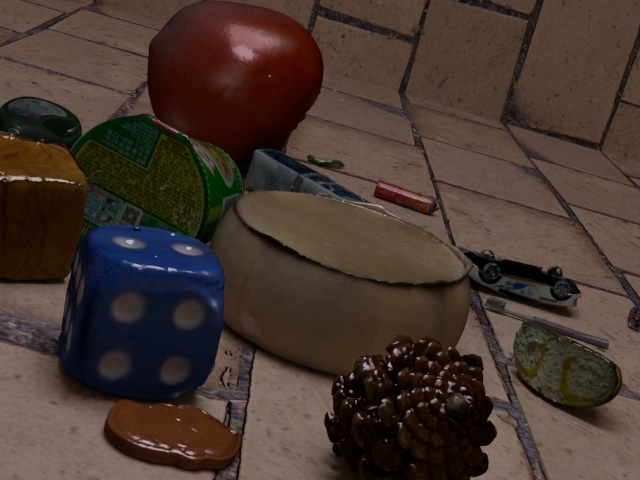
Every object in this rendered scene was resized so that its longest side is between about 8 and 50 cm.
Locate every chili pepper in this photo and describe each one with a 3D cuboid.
[{"bbox_3d":[0.013,-0.162,2.332,0.083,0.017,0.030,12,15,-15],"label":"chili pepper"}]

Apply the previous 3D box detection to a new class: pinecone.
[{"bbox_3d":[0.079,0.171,1.088,0.173,0.174,0.173,15,16,-5],"label":"pinecone"}]

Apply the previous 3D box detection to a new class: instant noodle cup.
[{"bbox_3d":[-0.200,-0.062,1.507,0.207,0.207,0.232,21,10,14],"label":"instant noodle cup"}]

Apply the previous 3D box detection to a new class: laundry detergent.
[{"bbox_3d":[-0.460,-0.176,1.832,0.137,0.063,0.211,22,16,-6],"label":"laundry detergent"}]

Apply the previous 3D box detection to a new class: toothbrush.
[{"bbox_3d":[0.340,0.125,1.719,0.194,0.017,0.014,21,22,4],"label":"toothbrush"}]

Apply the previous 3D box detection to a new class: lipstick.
[{"bbox_3d":[-0.004,-0.067,1.902,0.077,0.076,0.289,1,25,-48],"label":"lipstick"}]

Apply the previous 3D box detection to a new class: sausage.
[{"bbox_3d":[0.168,-0.081,2.193,0.129,0.034,0.034,20,16,10],"label":"sausage"}]

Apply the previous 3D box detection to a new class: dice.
[{"bbox_3d":[-0.181,0.069,1.155,0.146,0.146,0.143,10,16,-21],"label":"dice"}]

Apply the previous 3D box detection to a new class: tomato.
[{"bbox_3d":[-0.164,-0.292,2.064,0.321,0.322,0.321,15,16,-5],"label":"tomato"}]

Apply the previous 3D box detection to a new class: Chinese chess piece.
[{"bbox_3d":[0.024,0.049,1.442,0.338,0.141,0.338,14,16,-4],"label":"Chinese chess piece"}]

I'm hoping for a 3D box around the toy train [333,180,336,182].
[{"bbox_3d":[-0.029,-0.105,2.069,0.148,0.038,0.071,22,16,20],"label":"toy train"}]

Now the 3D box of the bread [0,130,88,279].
[{"bbox_3d":[-0.364,-0.043,1.344,0.143,0.149,0.158,4,20,-27],"label":"bread"}]

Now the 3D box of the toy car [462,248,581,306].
[{"bbox_3d":[0.318,0.062,1.833,0.204,0.056,0.095,13,17,-1],"label":"toy car"}]

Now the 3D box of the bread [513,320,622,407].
[{"bbox_3d":[0.317,0.160,1.462,0.157,0.083,0.094,25,13,30],"label":"bread"}]

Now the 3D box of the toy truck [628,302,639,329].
[{"bbox_3d":[0.519,0.125,1.870,0.024,0.032,0.083,24,18,10],"label":"toy truck"}]

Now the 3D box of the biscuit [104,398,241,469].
[{"bbox_3d":[-0.136,0.179,1.063,0.130,0.019,0.102,13,18,-17],"label":"biscuit"}]
